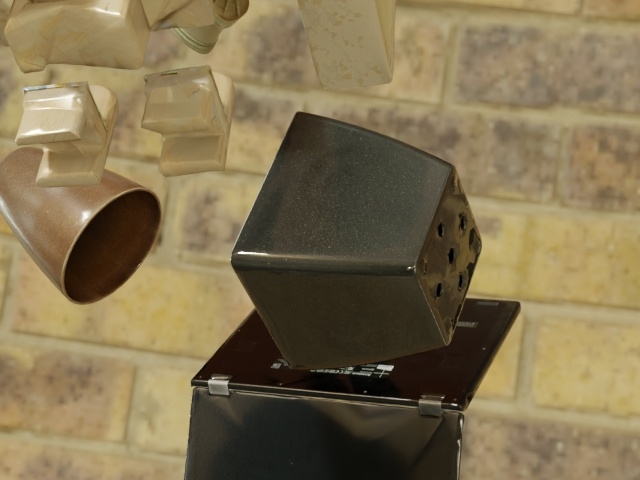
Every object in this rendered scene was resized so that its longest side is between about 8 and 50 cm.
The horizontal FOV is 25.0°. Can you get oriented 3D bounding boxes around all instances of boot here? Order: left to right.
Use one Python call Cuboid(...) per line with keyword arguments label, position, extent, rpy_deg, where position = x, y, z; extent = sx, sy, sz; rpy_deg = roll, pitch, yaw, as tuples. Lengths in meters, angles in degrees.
Cuboid(label="boot", position=(-0.192, -0.375, 2.019), extent=(0.077, 0.213, 0.165), rpy_deg=(-32, -1, -24))

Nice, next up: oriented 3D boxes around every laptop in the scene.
Cuboid(label="laptop", position=(0.039, 0.266, 1.913), extent=(0.382, 0.236, 0.408), rpy_deg=(3, 29, 25))

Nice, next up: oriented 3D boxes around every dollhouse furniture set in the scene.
Cuboid(label="dollhouse furniture set", position=(-0.132, -0.277, 1.392), extent=(0.394, 0.256, 0.362), rpy_deg=(-4, -42, 11))

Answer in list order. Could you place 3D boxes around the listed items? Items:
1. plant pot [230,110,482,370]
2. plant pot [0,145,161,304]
Cuboid(label="plant pot", position=(0.049, 0.009, 1.367), extent=(0.167, 0.187, 0.188), rpy_deg=(6, -36, 26))
Cuboid(label="plant pot", position=(-0.410, -0.050, 2.301), extent=(0.230, 0.215, 0.215), rpy_deg=(35, 4, 23))
